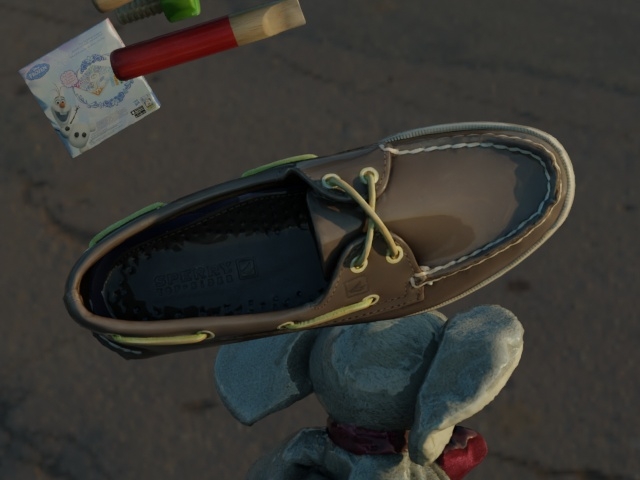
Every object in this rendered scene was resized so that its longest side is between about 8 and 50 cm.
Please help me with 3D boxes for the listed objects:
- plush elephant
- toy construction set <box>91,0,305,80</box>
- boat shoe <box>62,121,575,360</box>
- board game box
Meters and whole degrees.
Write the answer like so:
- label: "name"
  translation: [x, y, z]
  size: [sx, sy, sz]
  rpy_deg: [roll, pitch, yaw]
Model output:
- label: "plush elephant"
  translation: [0.055, 0.156, 1.277]
  size: [0.272, 0.255, 0.330]
  rpy_deg: [20, -1, 36]
- label: "toy construction set"
  translation: [-0.073, -0.288, 1.120]
  size: [0.237, 0.309, 0.257]
  rpy_deg: [-15, 15, 7]
- label: "boat shoe"
  translation: [0.000, 0.000, 1.022]
  size: [0.324, 0.117, 0.097]
  rpy_deg: [-14, -4, 7]
- label: "board game box"
  translation: [-0.200, -0.133, 1.435]
  size: [0.090, 0.090, 0.020]
  rpy_deg: [-29, 13, 4]
